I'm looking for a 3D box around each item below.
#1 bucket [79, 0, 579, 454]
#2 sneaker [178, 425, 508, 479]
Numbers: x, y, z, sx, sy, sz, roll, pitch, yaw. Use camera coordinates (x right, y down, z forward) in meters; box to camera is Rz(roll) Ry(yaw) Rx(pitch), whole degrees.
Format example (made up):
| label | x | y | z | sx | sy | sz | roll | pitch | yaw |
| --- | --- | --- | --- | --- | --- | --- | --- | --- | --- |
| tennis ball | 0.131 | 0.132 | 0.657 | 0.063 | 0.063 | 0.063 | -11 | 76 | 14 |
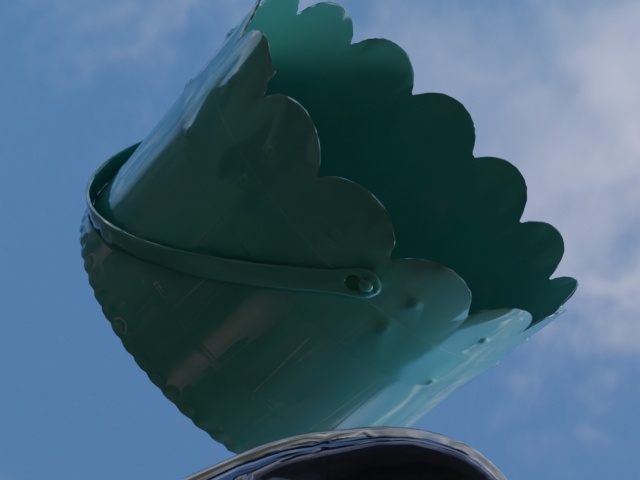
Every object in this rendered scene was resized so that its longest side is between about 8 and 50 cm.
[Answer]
| label | x | y | z | sx | sy | sz | roll | pitch | yaw |
| --- | --- | --- | --- | --- | --- | --- | --- | --- | --- |
| bucket | 0.000 | 0.000 | 1.084 | 0.183 | 0.281 | 0.281 | -43 | -104 | 20 |
| sneaker | -0.076 | 0.152 | 0.491 | 0.350 | 0.148 | 0.131 | -27 | -98 | -18 |
